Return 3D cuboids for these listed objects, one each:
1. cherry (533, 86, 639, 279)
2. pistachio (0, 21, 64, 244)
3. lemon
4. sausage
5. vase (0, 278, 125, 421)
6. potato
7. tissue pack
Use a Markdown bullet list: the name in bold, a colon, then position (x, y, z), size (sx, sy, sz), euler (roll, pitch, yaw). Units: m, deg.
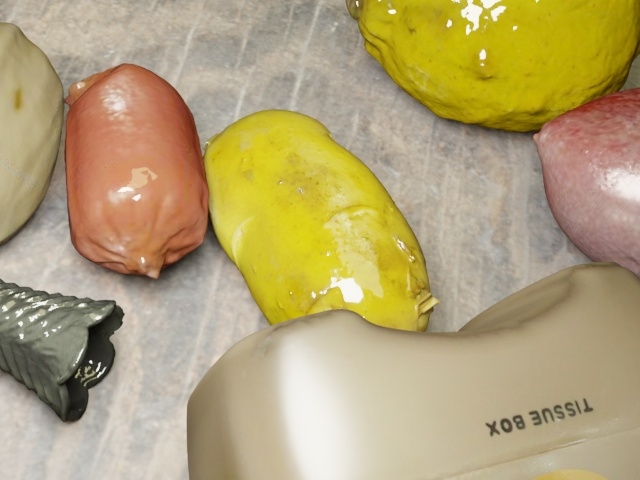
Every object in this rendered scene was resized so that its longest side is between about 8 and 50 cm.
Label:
- **cherry**: position (0.354, -0.056, 1.264), size (0.239, 0.206, 0.239), euler (-9, 50, 10)
- **pistachio**: position (-0.318, -0.097, 1.102), size (0.137, 0.153, 0.238), euler (10, 73, 2)
- **lemon**: position (0.213, -0.260, 1.338), size (0.316, 0.285, 0.285), euler (33, 39, -30)
- **sausage**: position (-0.180, -0.071, 1.123), size (0.148, 0.148, 0.254), euler (4, 48, -16)
- **vase**: position (-0.297, 0.059, 0.996), size (0.237, 0.115, 0.115), euler (22, 46, 5)
- **potato**: position (0.000, 0.000, 1.121), size (0.173, 0.140, 0.300), euler (-18, 57, -28)
- **tissue pack**: position (0.106, 0.190, 0.895), size (0.387, 0.267, 0.277), euler (-7, 73, -25)
